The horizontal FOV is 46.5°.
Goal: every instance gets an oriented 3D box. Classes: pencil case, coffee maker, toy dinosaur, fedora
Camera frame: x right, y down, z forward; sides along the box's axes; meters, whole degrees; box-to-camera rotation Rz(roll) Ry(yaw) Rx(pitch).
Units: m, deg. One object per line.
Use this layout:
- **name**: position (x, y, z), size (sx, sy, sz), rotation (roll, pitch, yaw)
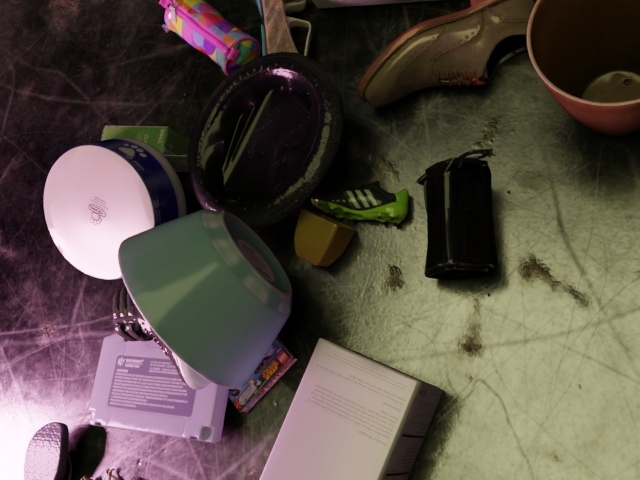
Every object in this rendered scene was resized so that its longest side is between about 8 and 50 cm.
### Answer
- **pencil case**: position (-0.230, -0.429, 1.543), size (0.236, 0.104, 0.104), rotation (39, 92, 26)
- **coffee maker**: position (0.221, -0.034, 1.202), size (0.120, 0.171, 0.178), rotation (-3, 75, 4)
- **toy dinosaur**: position (-0.369, 0.481, 1.366), size (0.183, 0.053, 0.092), rotation (40, 107, 34)
- **fedora**: position (-0.080, -0.169, 1.371), size (0.334, 0.152, 0.333), rotation (-5, 77, 25)

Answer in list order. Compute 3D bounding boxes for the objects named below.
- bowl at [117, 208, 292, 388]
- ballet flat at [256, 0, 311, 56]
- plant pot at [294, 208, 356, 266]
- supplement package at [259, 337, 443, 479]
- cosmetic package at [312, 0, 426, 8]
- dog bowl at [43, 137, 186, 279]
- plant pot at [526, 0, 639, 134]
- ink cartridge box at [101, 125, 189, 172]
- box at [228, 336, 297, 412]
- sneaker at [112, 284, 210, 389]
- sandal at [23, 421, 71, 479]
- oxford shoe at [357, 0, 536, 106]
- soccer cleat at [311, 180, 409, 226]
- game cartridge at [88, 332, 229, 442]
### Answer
- **bowl**: position (-0.164, 0.069, 1.223), size (0.163, 0.311, 0.311), rotation (-40, 64, 9)
- **ballet flat**: position (-0.075, -0.444, 1.496), size (0.106, 0.107, 0.315), rotation (-8, 76, -1)
- **plant pot**: position (0.000, 0.000, 1.336), size (0.081, 0.081, 0.083), rotation (26, 97, 26)
- **supplement package**: position (0.043, 0.328, 1.163), size (0.178, 0.175, 0.292), rotation (21, 83, 25)
- **cosmetic package**: position (0.189, -0.582, 1.381), size (0.453, 0.161, 0.230), rotation (4, 76, 23)
- **dog bowl**: position (-0.397, -0.062, 1.437), size (0.265, 0.104, 0.264), rotation (6, 105, 23)
- **plant pot**: position (0.448, -0.259, 1.128), size (0.237, 0.254, 0.237), rotation (-6, 72, 20)
- **ink cartridge box**: position (-0.325, -0.183, 1.502), size (0.209, 0.109, 0.062), rotation (4, 77, 23)
- **box**: position (-0.120, 0.228, 1.342), size (0.137, 0.027, 0.094), rotation (-46, 61, 4)
- **sneaker**: position (-0.279, 0.164, 1.312), size (0.147, 0.104, 0.295), rotation (-35, 50, 12)
- **sandal**: position (-0.520, 0.472, 1.427), size (0.097, 0.054, 0.254), rotation (4, 86, 30)
- **oxford shoe**: position (0.231, -0.320, 1.312), size (0.348, 0.123, 0.130), rotation (-30, 71, 13)
- **soccer cleat**: position (0.073, -0.072, 1.341), size (0.179, 0.060, 0.072), rotation (9, 68, 18)
- **game cartridge**: position (-0.291, 0.257, 1.372), size (0.294, 0.060, 0.196), rotation (0, 76, 29)
